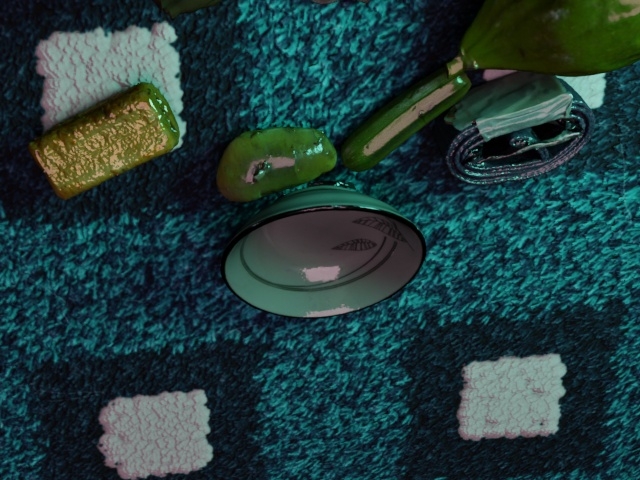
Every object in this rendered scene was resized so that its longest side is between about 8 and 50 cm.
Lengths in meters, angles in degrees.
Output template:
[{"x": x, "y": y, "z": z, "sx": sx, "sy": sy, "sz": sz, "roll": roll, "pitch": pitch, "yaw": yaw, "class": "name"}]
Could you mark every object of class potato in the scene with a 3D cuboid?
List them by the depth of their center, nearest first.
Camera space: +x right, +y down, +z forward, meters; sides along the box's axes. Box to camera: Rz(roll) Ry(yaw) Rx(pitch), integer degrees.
[{"x": -0.067, "y": -0.118, "z": 1.452, "sx": 0.188, "sy": 0.085, "sz": 0.105, "roll": -12, "pitch": 117, "yaw": -7, "class": "potato"}]

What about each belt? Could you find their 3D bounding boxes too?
[{"x": 0.292, "y": -0.164, "z": 1.456, "sx": 0.230, "sy": 0.126, "sz": 0.140, "roll": -17, "pitch": 123, "yaw": 3, "class": "belt"}]

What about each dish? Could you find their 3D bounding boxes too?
[{"x": 0.000, "y": 0.000, "z": 1.496, "sx": 0.316, "sy": 0.106, "sz": 0.316, "roll": -6, "pitch": 145, "yaw": -4, "class": "dish"}]

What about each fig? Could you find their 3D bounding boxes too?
[{"x": 0.328, "y": -0.334, "z": 1.307, "sx": 0.314, "sy": 0.233, "sz": 0.233, "roll": -4, "pitch": 121, "yaw": -1, "class": "fig"}]

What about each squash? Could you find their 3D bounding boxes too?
[{"x": 0.125, "y": -0.183, "z": 1.456, "sx": 0.229, "sy": 0.066, "sz": 0.066, "roll": -36, "pitch": 119, "yaw": 12, "class": "squash"}]

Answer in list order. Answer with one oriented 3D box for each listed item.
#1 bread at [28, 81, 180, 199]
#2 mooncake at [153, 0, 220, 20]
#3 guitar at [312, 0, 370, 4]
[{"x": -0.311, "y": -0.144, "z": 1.399, "sx": 0.211, "sy": 0.083, "sz": 0.114, "roll": -24, "pitch": 116, "yaw": 6, "class": "bread"}, {"x": -0.168, "y": -0.432, "z": 1.118, "sx": 0.187, "sy": 0.324, "sz": 0.324, "roll": -28, "pitch": 121, "yaw": 3, "class": "mooncake"}, {"x": 0.089, "y": -0.368, "z": 1.361, "sx": 0.233, "sy": 0.025, "sz": 0.088, "roll": 5, "pitch": 120, "yaw": -13, "class": "guitar"}]
